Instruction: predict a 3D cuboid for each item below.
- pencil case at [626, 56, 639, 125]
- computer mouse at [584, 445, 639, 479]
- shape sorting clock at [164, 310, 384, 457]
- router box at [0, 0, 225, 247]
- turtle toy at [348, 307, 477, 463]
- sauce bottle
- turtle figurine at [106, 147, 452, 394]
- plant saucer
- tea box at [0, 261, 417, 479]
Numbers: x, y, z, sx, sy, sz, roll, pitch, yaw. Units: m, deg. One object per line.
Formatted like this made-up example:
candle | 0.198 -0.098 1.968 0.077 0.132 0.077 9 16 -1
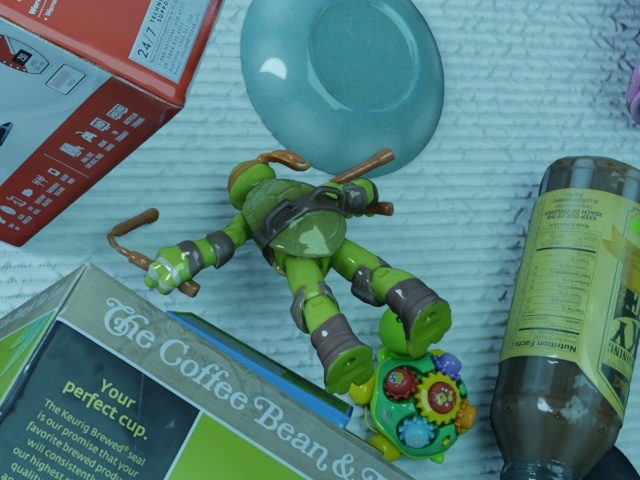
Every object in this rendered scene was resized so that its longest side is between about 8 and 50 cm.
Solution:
pencil case | 0.367 -0.290 1.368 0.160 0.167 0.386 4 73 7
computer mouse | 0.270 0.298 1.218 0.184 0.060 0.262 14 71 -23
shape sorting clock | -0.048 0.101 1.024 0.206 0.206 0.040 30 88 -18
router box | -0.260 -0.128 0.893 0.301 0.335 0.082 26 67 -18
turtle toy | 0.076 0.113 1.160 0.095 0.066 0.130 -16 85 -30
sauce bottle | 0.201 0.103 1.206 0.111 0.111 0.344 23 69 -21
turtle figurine | 0.000 0.000 1.086 0.269 0.087 0.217 -17 51 -36
plant saucer | 0.029 -0.149 1.220 0.195 0.037 0.195 7 74 -25
tea box | -0.116 0.246 0.894 0.329 0.220 0.323 36 64 -15
